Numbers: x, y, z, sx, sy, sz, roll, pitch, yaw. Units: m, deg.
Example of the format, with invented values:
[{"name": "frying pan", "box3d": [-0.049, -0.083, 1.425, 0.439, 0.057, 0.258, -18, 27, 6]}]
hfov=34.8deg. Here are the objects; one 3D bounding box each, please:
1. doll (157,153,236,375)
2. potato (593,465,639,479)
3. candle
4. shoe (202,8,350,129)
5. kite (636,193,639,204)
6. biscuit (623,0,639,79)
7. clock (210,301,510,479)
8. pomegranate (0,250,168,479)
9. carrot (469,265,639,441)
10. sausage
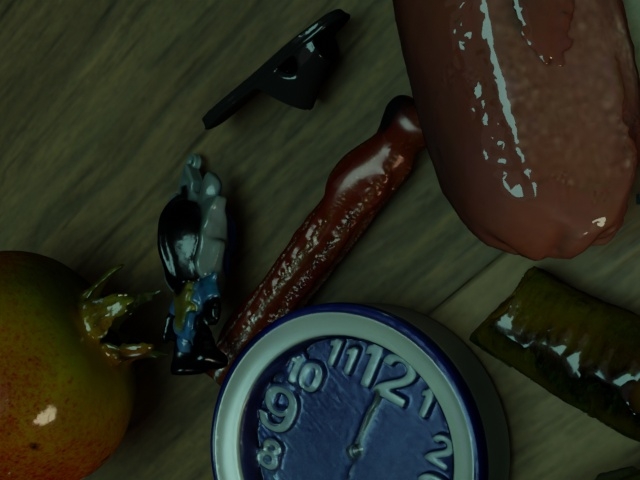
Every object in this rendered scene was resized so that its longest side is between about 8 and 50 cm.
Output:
[{"name": "doll", "box3d": [-0.107, 0.015, 0.865, 0.096, 0.070, 0.195, -26, 61, 46]}, {"name": "potato", "box3d": [0.212, 0.248, 0.664, 0.197, 0.148, 0.228, 30, 110, 11]}, {"name": "candle", "box3d": [0.000, 0.000, 0.823, 0.051, 0.048, 0.329, 42, 113, 11]}, {"name": "shoe", "box3d": [-0.028, -0.124, 0.826, 0.159, 0.062, 0.053, -32, 91, 27]}, {"name": "kite", "box3d": [0.261, -0.034, 0.697, 0.090, 0.004, 0.122, -16, 86, 29]}, {"name": "biscuit", "box3d": [0.257, -0.152, 0.681, 0.152, 0.020, 0.152, 3, 96, 30]}, {"name": "clock", "box3d": [0.029, 0.163, 0.793, 0.230, 0.083, 0.230, -2, 85, 29]}, {"name": "pomegranate", "box3d": [-0.254, 0.111, 0.882, 0.256, 0.221, 0.221, -31, 78, 11]}, {"name": "carrot", "box3d": [0.191, 0.079, 0.702, 0.173, 0.082, 0.082, 30, 108, 24]}, {"name": "sausage", "box3d": [0.131, -0.125, 0.679, 0.152, 0.152, 0.280, -13, 90, 30]}]
